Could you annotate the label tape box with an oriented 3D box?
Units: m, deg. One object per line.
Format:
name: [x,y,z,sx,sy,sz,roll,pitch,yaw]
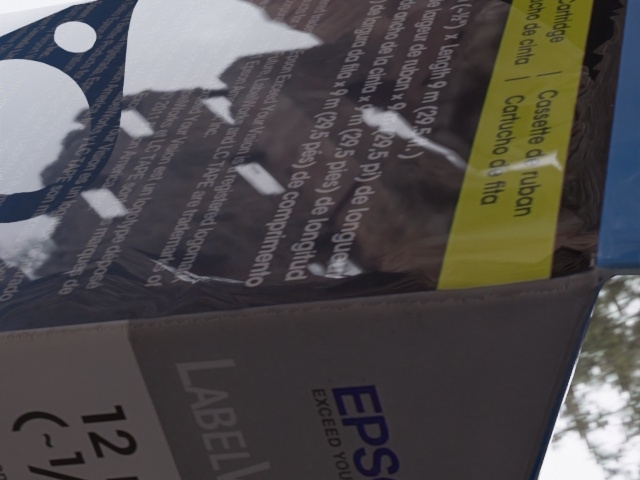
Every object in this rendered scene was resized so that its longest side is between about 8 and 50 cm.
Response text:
label tape box: [0.000,0.000,0.489,0.347,0.249,0.115,-5,-60,17]
